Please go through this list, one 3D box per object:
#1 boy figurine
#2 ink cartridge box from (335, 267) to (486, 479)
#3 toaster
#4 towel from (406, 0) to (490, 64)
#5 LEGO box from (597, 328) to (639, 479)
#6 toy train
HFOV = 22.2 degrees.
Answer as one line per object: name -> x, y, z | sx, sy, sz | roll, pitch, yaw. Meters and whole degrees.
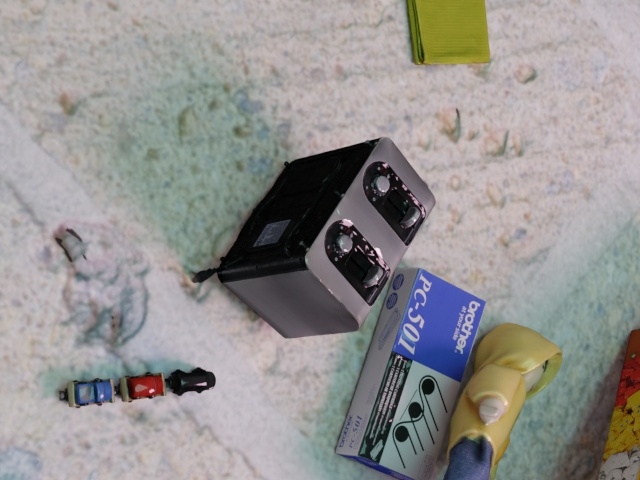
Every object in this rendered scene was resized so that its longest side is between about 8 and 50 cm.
boy figurine -> 0.175, 0.205, 1.690 | 0.177, 0.092, 0.285 | 94, 19, -44
ink cartridge box -> 0.095, 0.141, 1.699 | 0.097, 0.046, 0.207 | 27, 74, -28
toaster -> 0.000, 0.000, 1.585 | 0.110, 0.186, 0.168 | 46, 59, -23
towel -> 0.134, -0.308, 1.760 | 0.102, 0.021, 0.237 | -6, 91, -30
LEGO box -> 0.533, 0.352, 1.787 | 0.500, 0.193, 0.372 | 46, 41, -20
toy train -> -0.171, 0.140, 1.547 | 0.158, 0.036, 0.027 | -4, 89, -31
